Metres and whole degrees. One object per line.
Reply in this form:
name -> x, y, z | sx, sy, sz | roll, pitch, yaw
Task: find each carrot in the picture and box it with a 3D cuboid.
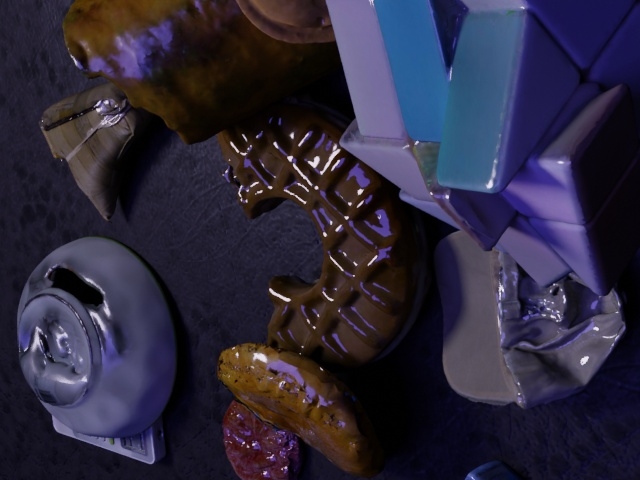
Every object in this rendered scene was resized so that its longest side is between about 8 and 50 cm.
carrot -> -0.108, -0.266, 1.339 | 0.341, 0.241, 0.241 | -30, 84, 4

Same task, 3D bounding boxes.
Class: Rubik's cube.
Rubik's cube -> 0.202, -0.160, 1.084 | 0.368, 0.358, 0.387 | 44, 168, -26

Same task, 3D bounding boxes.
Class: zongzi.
zongzi -> -0.297, -0.128, 1.655 | 0.194, 0.099, 0.197 | -13, 107, 41

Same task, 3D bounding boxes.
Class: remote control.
remote control -> -0.353, 0.291, 1.879 | 0.250, 0.034, 0.103 | 10, 111, 36

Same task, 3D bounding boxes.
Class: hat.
hat -> 0.232, 0.074, 1.307 | 0.245, 0.149, 0.214 | 172, 93, -79

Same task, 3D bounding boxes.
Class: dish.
dish -> -0.376, 0.160, 1.768 | 0.324, 0.124, 0.324 | 8, 102, 37

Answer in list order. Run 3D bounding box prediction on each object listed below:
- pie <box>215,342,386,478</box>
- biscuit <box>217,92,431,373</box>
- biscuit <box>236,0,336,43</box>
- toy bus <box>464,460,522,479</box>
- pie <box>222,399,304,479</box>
pie -> -0.022, 0.218, 1.473 | 0.273, 0.069, 0.273 | 32, 159, 14
biscuit -> 0.011, -0.011, 1.427 | 0.268, 0.115, 0.366 | -8, 101, 40
biscuit -> 0.027, -0.328, 1.170 | 0.289, 0.044, 0.202 | -41, 117, 17
toy bus -> 0.188, 0.384, 1.447 | 0.094, 0.079, 0.236 | 51, 131, 35
pie -> -0.087, 0.294, 1.663 | 0.154, 0.036, 0.154 | 13, 112, 36
